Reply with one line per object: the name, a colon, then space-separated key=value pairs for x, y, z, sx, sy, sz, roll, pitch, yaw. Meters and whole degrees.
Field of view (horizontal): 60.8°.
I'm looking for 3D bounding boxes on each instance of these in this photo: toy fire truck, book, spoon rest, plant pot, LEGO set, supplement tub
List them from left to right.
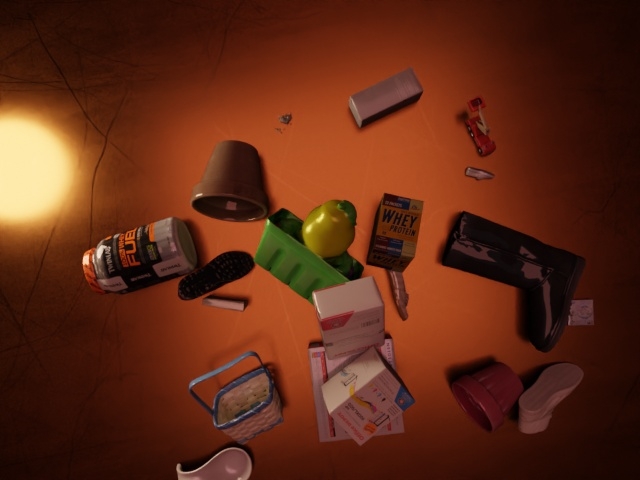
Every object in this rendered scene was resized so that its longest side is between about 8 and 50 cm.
supplement tub: x=-0.616 y=0.060 z=1.873 sx=0.338 sy=0.207 sz=0.207 roll=-18 pitch=90 yaw=1
spoon rest: x=-0.380 y=0.817 z=1.937 sx=0.276 sy=0.084 sz=0.137 roll=-10 pitch=91 yaw=2
book: x=-0.335 y=0.219 z=1.923 sx=0.144 sy=0.096 sz=0.035 roll=7 pitch=91 yaw=0
plant pot: x=-0.298 y=-0.210 z=1.858 sx=0.263 sy=0.263 sz=0.229 roll=4 pitch=74 yaw=1
LEGO set: x=-0.130 y=-0.424 z=1.946 sx=0.054 sy=0.023 sz=0.083 roll=17 pitch=91 yaw=1
toy fire truck: x=0.554 y=-0.389 z=1.874 sx=0.047 sy=0.135 sz=0.192 roll=-25 pitch=90 yaw=2
plant pot: x=0.582 y=0.520 z=1.867 sx=0.180 sy=0.201 sz=0.201 roll=-32 pitch=90 yaw=-15

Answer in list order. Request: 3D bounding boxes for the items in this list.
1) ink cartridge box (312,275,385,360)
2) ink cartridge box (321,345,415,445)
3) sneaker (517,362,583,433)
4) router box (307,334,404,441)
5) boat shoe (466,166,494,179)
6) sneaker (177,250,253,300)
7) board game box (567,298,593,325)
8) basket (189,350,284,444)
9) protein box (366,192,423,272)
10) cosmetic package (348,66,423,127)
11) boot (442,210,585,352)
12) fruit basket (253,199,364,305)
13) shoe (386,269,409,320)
ink cartridge box: x=0.095 y=0.259 z=1.776 sx=0.207 sy=0.283 sz=0.117 roll=-15 pitch=53 yaw=-5
ink cartridge box: x=0.150 y=0.503 z=1.778 sx=0.232 sy=0.168 sz=0.171 roll=-39 pitch=106 yaw=2
sneaker: x=0.791 y=0.554 z=1.904 sx=0.292 sy=0.108 sz=0.169 roll=-25 pitch=130 yaw=-22
router box: x=0.124 y=0.519 z=1.921 sx=0.301 sy=0.082 sz=0.335 roll=-6 pitch=91 yaw=1
boat shoe: x=0.564 y=-0.232 z=1.930 sx=0.100 sy=0.035 sz=0.035 roll=14 pitch=118 yaw=-3
sneaker: x=-0.376 y=0.124 z=1.928 sx=0.283 sy=0.124 sz=0.107 roll=-24 pitch=84 yaw=-23
board game box: x=0.917 y=0.254 z=1.930 sx=0.090 sy=0.020 sz=0.090 roll=-2 pitch=91 yaw=2
basket: x=-0.274 y=0.532 z=1.857 sx=0.255 sy=0.201 sz=0.289 roll=-26 pitch=121 yaw=1
protein box: x=0.247 y=-0.022 z=1.828 sx=0.136 sy=0.201 sz=0.200 roll=12 pitch=72 yaw=1
cosmetic package: x=0.223 y=-0.492 z=1.887 sx=0.238 sy=0.127 sz=0.107 roll=-28 pitch=89 yaw=3
boot: x=0.629 y=0.135 z=1.869 sx=0.445 sy=0.146 sz=0.367 roll=22 pitch=81 yaw=-3
fruit basket: x=0.000 y=0.000 z=1.816 sx=0.392 sy=0.283 sz=0.392 roll=2 pitch=103 yaw=10
shoe: x=0.281 y=0.174 z=1.917 sx=0.058 sy=0.076 sz=0.219 roll=-15 pitch=88 yaw=7
